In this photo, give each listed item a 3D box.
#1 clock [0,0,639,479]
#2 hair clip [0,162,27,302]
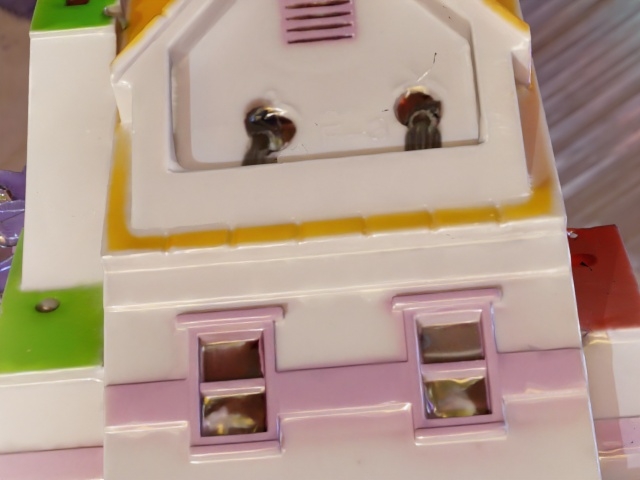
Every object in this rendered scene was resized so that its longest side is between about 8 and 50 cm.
[{"bbox_3d":[0.000,0.000,0.634,0.235,0.309,0.166,-5,153,2],"label":"clock"},{"bbox_3d":[-0.126,-0.019,1.092,0.278,0.137,0.090,-27,170,-35],"label":"hair clip"}]
